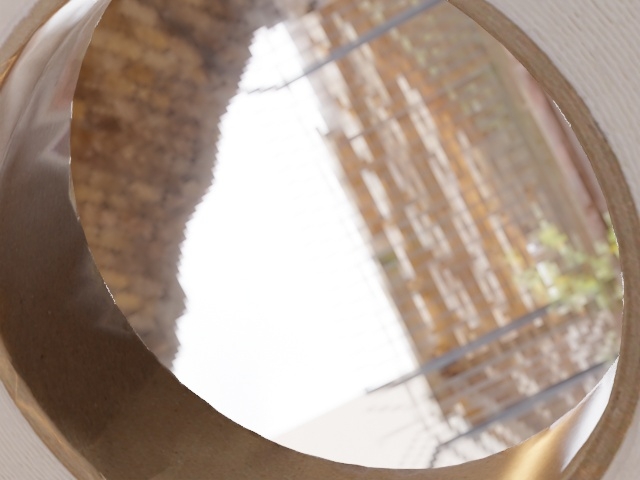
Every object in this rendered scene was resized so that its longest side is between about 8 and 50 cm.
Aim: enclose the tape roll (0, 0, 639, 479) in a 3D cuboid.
[{"bbox_3d":[0.000,0.000,0.523,0.392,0.392,0.072,59,-153,-10],"label":"tape roll"}]
